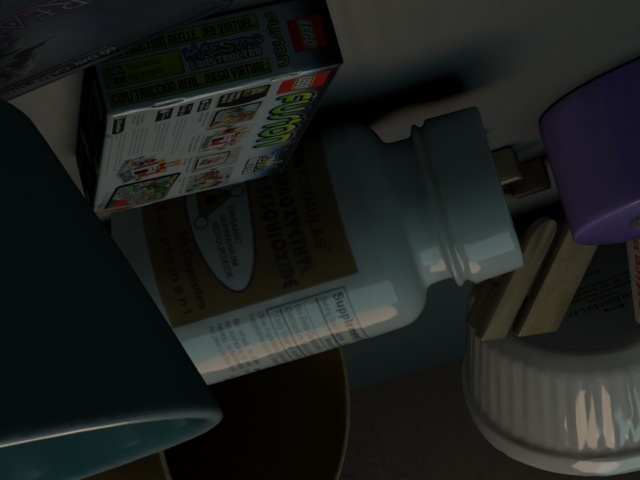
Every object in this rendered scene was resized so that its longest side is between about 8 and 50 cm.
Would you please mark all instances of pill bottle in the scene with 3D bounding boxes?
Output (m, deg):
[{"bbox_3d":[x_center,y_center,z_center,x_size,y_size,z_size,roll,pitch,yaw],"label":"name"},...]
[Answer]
[{"bbox_3d":[0.000,0.000,1.087,0.229,0.131,0.131,-17,171,6],"label":"pill bottle"}]

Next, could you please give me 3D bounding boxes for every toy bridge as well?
[{"bbox_3d":[0.117,-0.047,1.331,0.063,0.026,0.188,-18,172,20],"label":"toy bridge"}]

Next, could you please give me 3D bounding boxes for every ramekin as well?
[{"bbox_3d":[0.261,0.085,1.707,0.273,0.127,0.273,-8,-144,6],"label":"ramekin"}]

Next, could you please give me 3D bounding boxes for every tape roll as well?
[{"bbox_3d":[0.296,-0.079,1.248,0.275,0.090,0.275,-15,171,-2],"label":"tape roll"}]

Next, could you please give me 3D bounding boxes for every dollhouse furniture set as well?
[{"bbox_3d":[0.116,-0.015,1.403,0.144,0.151,0.123,-4,124,-51],"label":"dollhouse furniture set"}]

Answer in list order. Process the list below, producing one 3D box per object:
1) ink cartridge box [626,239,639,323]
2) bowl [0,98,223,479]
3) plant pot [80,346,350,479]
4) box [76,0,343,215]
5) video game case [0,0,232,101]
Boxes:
[{"bbox_3d":[0.339,0.017,1.497,0.086,0.148,0.203,-14,-165,-18],"label":"ink cartridge box"},{"bbox_3d":[-0.207,0.033,0.693,0.311,0.163,0.311,-15,172,-2],"label":"bowl"},{"bbox_3d":[-0.146,0.135,1.446,0.254,0.237,0.237,-6,178,37],"label":"plant pot"},{"bbox_3d":[-0.063,-0.063,0.906,0.114,0.036,0.207,-14,171,-12],"label":"box"},{"bbox_3d":[-0.179,-0.080,0.648,0.196,0.026,0.274,-20,169,23],"label":"video game case"}]
